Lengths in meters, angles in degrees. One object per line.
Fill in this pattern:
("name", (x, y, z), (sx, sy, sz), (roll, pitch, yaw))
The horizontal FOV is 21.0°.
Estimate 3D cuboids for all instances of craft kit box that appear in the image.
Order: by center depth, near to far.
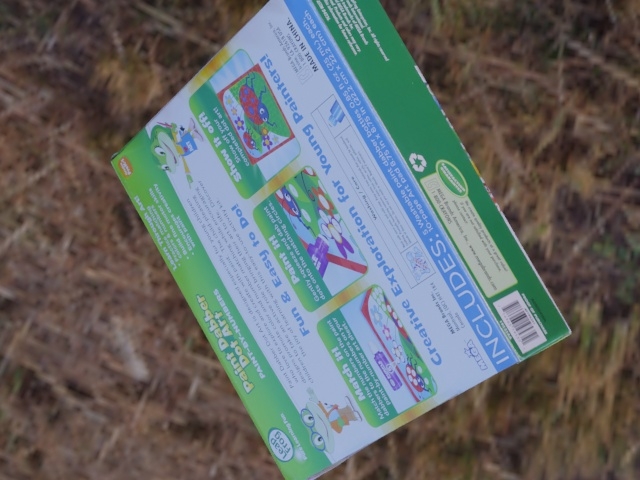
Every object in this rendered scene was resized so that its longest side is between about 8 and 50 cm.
("craft kit box", (0.000, 0.000, 1.040), (0.246, 0.061, 0.250), (-35, 81, 47))
